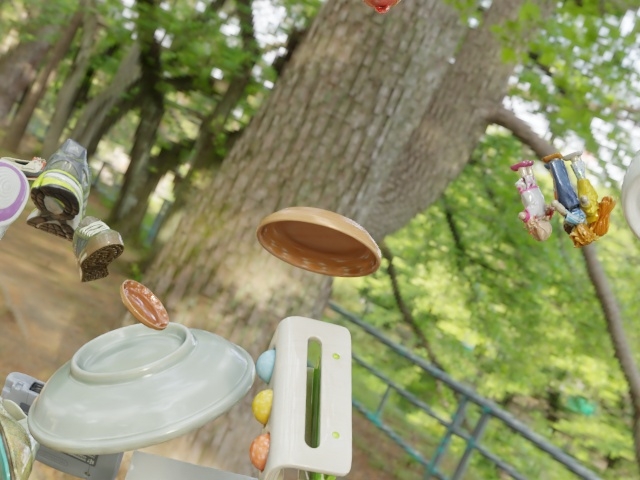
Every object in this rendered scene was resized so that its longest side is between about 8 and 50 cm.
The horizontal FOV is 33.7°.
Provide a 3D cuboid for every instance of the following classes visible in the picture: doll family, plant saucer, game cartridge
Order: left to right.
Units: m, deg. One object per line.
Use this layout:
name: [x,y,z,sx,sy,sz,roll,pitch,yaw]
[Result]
game cartridge: [-0.578,0.426,2.360,0.297,0.198,0.062,24,38,2]
plant saucer: [-0.316,0.227,1.830,0.401,0.100,0.400,-9,18,3]
plant saucer: [-0.238,0.088,1.419,0.083,0.013,0.083,44,14,-14]
plant saucer: [0.000,0.000,1.641,0.200,0.037,0.200,14,-22,6]
doll family: [0.432,-0.068,1.814,0.118,0.163,0.263,-20,-6,32]

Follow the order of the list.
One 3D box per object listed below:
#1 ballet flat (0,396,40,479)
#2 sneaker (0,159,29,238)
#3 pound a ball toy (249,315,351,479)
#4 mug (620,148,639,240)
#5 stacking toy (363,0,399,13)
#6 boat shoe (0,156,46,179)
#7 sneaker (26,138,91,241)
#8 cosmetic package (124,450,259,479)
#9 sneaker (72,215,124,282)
ballet flat: [-0.588,0.361,1.971,0.123,0.123,0.348,23,2,-40]
sneaker: [-0.540,0.022,1.571,0.114,0.305,0.152,39,-37,-16]
pound a ball toy: [-0.047,0.299,1.573,0.136,0.208,0.319,13,43,-10]
mug: [0.747,-0.065,1.963,0.328,0.276,0.374,-22,66,-44]
stacking toy: [0.044,-0.570,1.907,0.309,0.130,0.279,43,-7,27]
boat shoe: [-0.550,-0.139,2.026,0.137,0.043,0.049,1,11,14]
sneaker: [-0.468,-0.084,1.950,0.111,0.121,0.300,23,-24,-11]
cosmetic package: [-0.145,0.504,2.006,0.377,0.097,0.284,8,-17,21]
sneaker: [-0.356,0.000,1.650,0.064,0.086,0.192,-13,-14,-23]
